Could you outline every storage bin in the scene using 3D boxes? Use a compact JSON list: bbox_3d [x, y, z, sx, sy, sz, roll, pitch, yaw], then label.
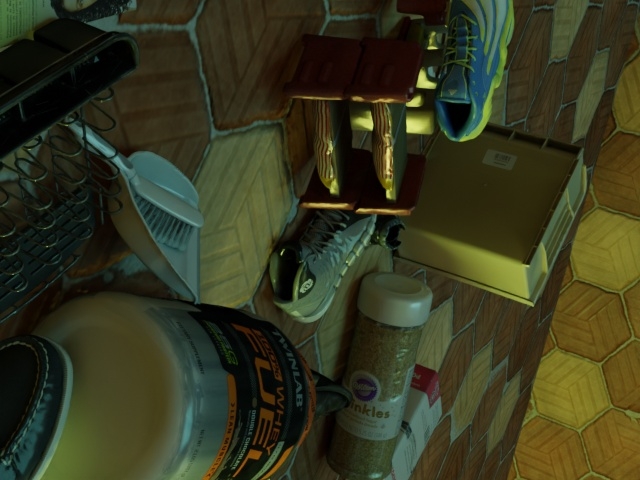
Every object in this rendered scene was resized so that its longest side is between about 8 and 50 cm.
[{"bbox_3d":[0.286,-0.063,1.716,0.260,0.262,0.123,-60,152,-22],"label":"storage bin"}]

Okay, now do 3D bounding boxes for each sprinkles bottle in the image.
[{"bbox_3d":[0.097,0.234,1.711,0.121,0.121,0.355,-26,131,-58],"label":"sprinkles bottle"}]

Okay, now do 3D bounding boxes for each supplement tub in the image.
[{"bbox_3d":[-0.142,0.166,1.043,0.338,0.207,0.207,17,92,-67],"label":"supplement tub"}]

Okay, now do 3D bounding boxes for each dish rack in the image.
[{"bbox_3d":[-0.236,-0.031,0.799,0.208,0.074,0.271,-43,155,-35],"label":"dish rack"}]

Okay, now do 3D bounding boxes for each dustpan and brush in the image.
[{"bbox_3d":[-0.174,-0.047,0.967,0.211,0.060,0.147,35,33,-35],"label":"dustpan and brush"}]

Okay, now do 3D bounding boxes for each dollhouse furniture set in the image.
[{"bbox_3d":[0.077,-0.227,1.338,0.201,0.152,0.374,84,17,-44],"label":"dollhouse furniture set"}]

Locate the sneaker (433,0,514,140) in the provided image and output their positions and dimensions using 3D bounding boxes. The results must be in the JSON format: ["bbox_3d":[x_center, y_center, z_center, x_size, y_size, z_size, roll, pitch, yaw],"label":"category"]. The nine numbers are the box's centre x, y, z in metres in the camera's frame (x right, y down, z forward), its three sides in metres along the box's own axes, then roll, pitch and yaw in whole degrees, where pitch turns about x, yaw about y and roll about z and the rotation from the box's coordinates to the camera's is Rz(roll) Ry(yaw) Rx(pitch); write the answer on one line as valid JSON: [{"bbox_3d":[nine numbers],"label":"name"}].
[{"bbox_3d":[0.201,-0.238,1.321,0.126,0.091,0.240,-56,151,-63],"label":"sneaker"}]

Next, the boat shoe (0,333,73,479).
[{"bbox_3d":[-0.313,0.202,0.822,0.302,0.114,0.091,-63,161,-18],"label":"boat shoe"}]

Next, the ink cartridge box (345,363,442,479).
[{"bbox_3d":[0.139,0.371,1.930,0.237,0.100,0.172,-57,153,-30],"label":"ink cartridge box"}]

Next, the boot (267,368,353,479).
[{"bbox_3d":[-0.067,0.291,1.472,0.228,0.091,0.263,-63,151,-5],"label":"boot"}]

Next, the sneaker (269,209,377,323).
[{"bbox_3d":[0.000,0.000,1.374,0.228,0.086,0.132,-67,154,-5],"label":"sneaker"}]

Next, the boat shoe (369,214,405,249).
[{"bbox_3d":[0.101,-0.017,1.574,0.183,0.083,0.065,-9,116,-64],"label":"boat shoe"}]

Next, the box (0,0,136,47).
[{"bbox_3d":[-0.232,-0.198,0.757,0.232,0.058,0.087,-37,140,-50],"label":"box"}]

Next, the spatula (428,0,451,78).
[{"bbox_3d":[0.209,-0.324,1.657,0.168,0.019,0.241,-32,136,-46],"label":"spatula"}]
